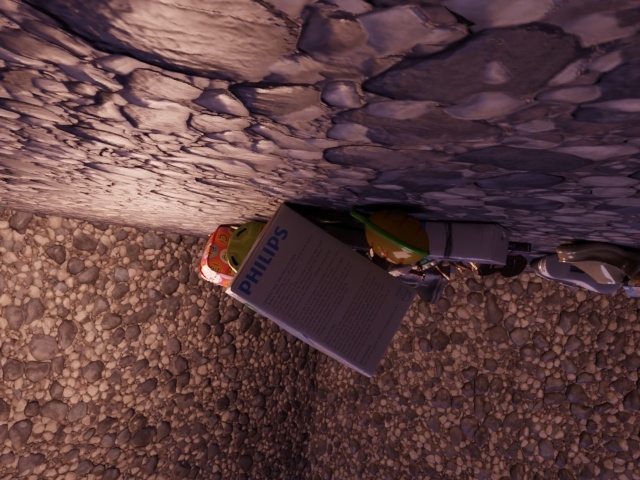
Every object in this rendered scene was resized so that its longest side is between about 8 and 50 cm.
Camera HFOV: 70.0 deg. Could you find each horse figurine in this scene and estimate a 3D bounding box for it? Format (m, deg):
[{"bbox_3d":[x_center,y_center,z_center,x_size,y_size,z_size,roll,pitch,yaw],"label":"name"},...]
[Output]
[{"bbox_3d":[0.461,0.068,1.599,0.263,0.066,0.174,-3,-148,-34],"label":"horse figurine"}]

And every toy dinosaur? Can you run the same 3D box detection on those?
[{"bbox_3d":[0.215,0.028,1.317,0.200,0.127,0.296,16,-167,1],"label":"toy dinosaur"}]

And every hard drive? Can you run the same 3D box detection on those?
[{"bbox_3d":[0.067,-0.005,1.387,0.254,0.054,0.172,12,177,-37],"label":"hard drive"}]

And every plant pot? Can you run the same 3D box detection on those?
[{"bbox_3d":[-0.177,0.057,1.539,0.276,0.276,0.254,5,164,20],"label":"plant pot"}]

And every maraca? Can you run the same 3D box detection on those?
[{"bbox_3d":[0.135,-0.017,0.897,0.127,0.099,0.185,18,-165,-47],"label":"maraca"}]

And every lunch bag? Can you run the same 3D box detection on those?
[{"bbox_3d":[-0.302,0.065,1.779,0.293,0.258,0.120,25,143,-20],"label":"lunch bag"}]

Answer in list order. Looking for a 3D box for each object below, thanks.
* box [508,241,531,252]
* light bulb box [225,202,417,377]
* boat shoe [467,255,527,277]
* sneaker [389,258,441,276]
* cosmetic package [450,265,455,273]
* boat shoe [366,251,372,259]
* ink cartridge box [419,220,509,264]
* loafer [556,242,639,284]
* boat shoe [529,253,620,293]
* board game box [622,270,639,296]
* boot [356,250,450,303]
[{"bbox_3d":[0.529,0.023,1.331,0.116,0.029,0.162,5,177,8],"label":"box"},{"bbox_3d":[-0.024,0.124,1.130,0.361,0.225,0.358,33,167,-7],"label":"light bulb box"},{"bbox_3d":[0.594,0.063,1.552,0.257,0.095,0.095,6,-151,-34],"label":"boat shoe"},{"bbox_3d":[0.310,0.047,1.489,0.275,0.110,0.107,-18,179,37],"label":"sneaker"},{"bbox_3d":[0.393,0.092,2.135,0.377,0.097,0.284,8,173,-24],"label":"cosmetic package"},{"bbox_3d":[0.168,0.025,1.534,0.065,0.083,0.183,8,176,-27],"label":"boat shoe"},{"bbox_3d":[0.307,0.005,1.023,0.190,0.082,0.139,5,177,35],"label":"ink cartridge box"},{"bbox_3d":[0.689,0.059,1.111,0.268,0.092,0.102,8,176,-20],"label":"loafer"},{"bbox_3d":[0.845,0.108,1.523,0.301,0.108,0.102,9,176,-11],"label":"boat shoe"},{"bbox_3d":[0.793,0.076,1.007,0.136,0.035,0.201,-38,180,-6],"label":"board game box"},{"bbox_3d":[0.267,0.138,1.850,0.445,0.146,0.367,3,153,6],"label":"boot"}]
